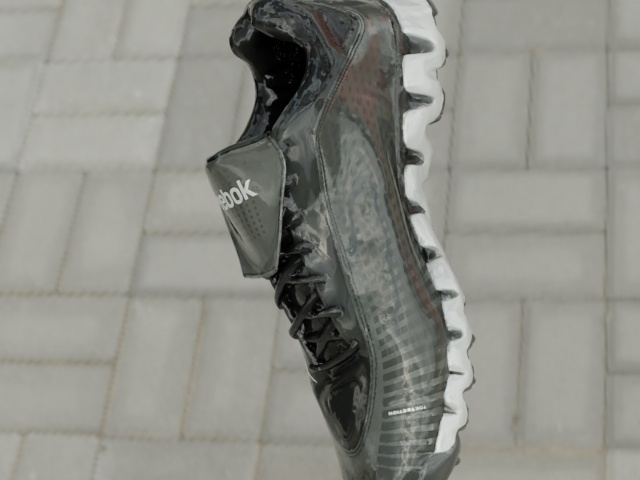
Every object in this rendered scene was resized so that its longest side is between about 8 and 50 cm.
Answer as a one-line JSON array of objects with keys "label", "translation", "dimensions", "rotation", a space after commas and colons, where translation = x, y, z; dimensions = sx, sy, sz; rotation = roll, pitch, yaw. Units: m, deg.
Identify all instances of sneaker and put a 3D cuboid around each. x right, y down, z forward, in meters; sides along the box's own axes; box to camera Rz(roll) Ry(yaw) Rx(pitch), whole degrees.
[{"label": "sneaker", "translation": [0.000, 0.000, 0.641], "dimensions": [0.106, 0.078, 0.234], "rotation": [7, 71, -30]}]
